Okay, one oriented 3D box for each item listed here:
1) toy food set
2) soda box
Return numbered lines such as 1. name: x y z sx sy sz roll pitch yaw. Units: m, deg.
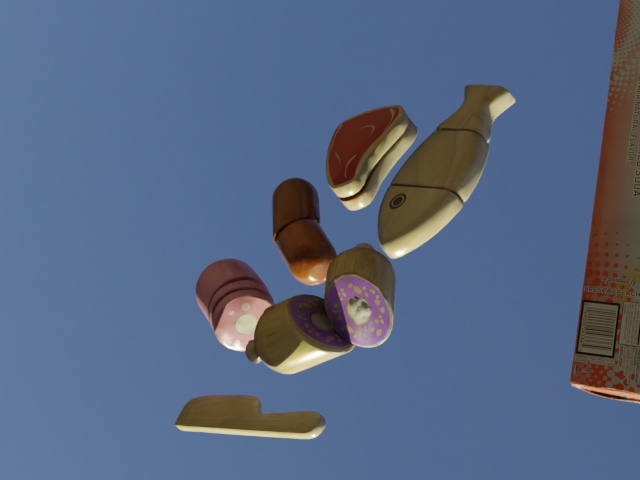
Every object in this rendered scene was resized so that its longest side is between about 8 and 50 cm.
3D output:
1. toy food set: 0.000 0.000 0.498 0.078 0.019 0.122 -3 -131 44
2. soda box: 0.137 -0.030 0.630 0.058 0.063 0.183 7 -94 27
